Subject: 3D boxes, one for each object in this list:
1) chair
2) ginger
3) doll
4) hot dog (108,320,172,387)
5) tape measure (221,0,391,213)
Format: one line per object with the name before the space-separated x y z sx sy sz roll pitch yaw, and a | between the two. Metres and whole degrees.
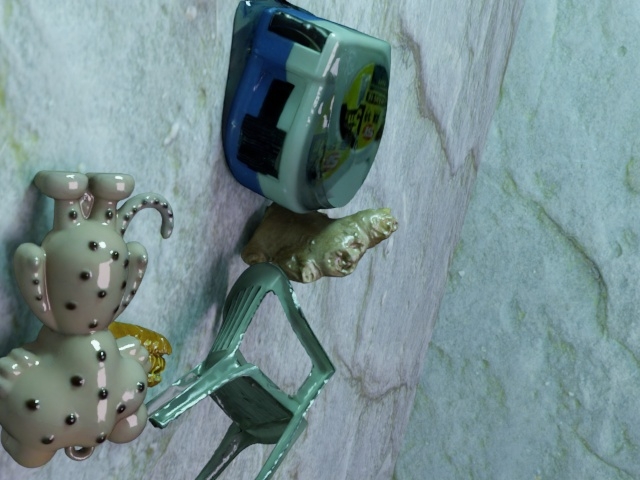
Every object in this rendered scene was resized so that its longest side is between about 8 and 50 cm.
chair | -0.111 0.184 0.967 0.203 0.190 0.274 -27 -165 49
ginger | -0.002 0.004 1.056 0.074 0.213 0.137 72 29 -56
doll | -0.220 0.072 0.705 0.154 0.119 0.278 10 93 -40
hot dog | -0.223 0.129 0.855 0.071 0.045 0.165 -66 159 -7
tape measure | -0.010 -0.169 0.992 0.259 0.138 0.262 -17 124 -63
